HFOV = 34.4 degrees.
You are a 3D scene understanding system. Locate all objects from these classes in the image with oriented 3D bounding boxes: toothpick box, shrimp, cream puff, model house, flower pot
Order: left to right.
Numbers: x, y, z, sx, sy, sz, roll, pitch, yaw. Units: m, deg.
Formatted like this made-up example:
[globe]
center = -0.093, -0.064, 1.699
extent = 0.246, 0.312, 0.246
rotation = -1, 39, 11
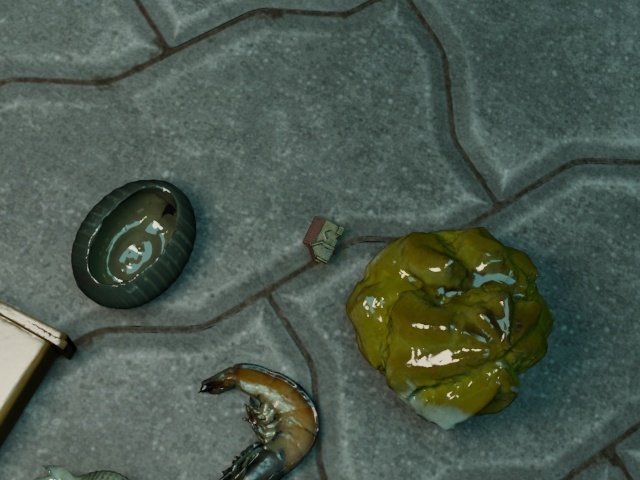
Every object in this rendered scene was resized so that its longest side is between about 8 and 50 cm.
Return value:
[toothpick box]
center = -0.558, 0.254, 1.664
extent = 0.190, 0.187, 0.308
rotation = 29, 74, -3
[flower pot]
center = -0.321, 0.007, 1.792
extent = 0.189, 0.157, 0.243
rotation = 39, 69, 0
[shrimp]
center = -0.143, 0.339, 1.784
extent = 0.222, 0.054, 0.290
rotation = 44, 67, 2
[model house]
center = 0.000, 0.000, 1.913
extent = 0.058, 0.057, 0.083
rotation = 30, 72, -7
[cream puff]
center = 0.246, 0.136, 1.811
extent = 0.378, 0.275, 0.378
rotation = 3, 72, -8

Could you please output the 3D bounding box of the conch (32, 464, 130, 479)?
[conch]
center = -0.376, 0.447, 1.669
extent = 0.200, 0.131, 0.172
rotation = 23, 66, 37
